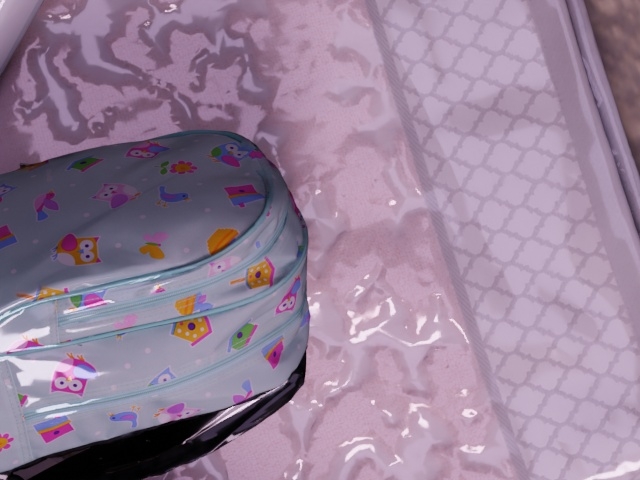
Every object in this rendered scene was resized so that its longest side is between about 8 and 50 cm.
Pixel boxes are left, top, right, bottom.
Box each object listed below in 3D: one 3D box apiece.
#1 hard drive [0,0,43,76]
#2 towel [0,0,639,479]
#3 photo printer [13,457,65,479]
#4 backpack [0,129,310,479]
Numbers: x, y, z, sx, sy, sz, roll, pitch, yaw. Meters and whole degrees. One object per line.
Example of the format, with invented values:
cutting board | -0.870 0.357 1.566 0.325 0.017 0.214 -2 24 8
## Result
hard drive | -0.208 -0.204 0.710 0.233 0.047 0.353 35 103 10
towel | 0.000 0.000 0.748 0.317 0.053 0.332 -17 89 4
photo printer | -0.126 0.279 0.707 0.256 0.107 0.307 32 105 5
backpack | -0.092 0.027 0.652 0.182 0.152 0.115 -12 133 -9
